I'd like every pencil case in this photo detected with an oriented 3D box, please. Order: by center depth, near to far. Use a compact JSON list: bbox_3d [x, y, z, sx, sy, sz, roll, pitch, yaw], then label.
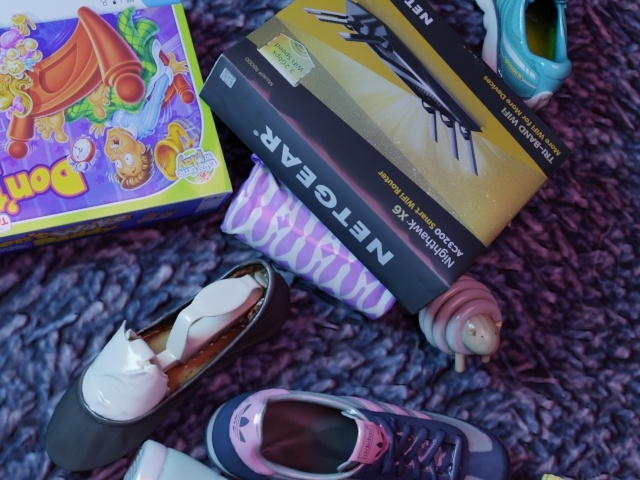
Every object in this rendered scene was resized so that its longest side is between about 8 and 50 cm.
[{"bbox_3d":[0.000,0.000,1.098,0.206,0.086,0.088,30,82,-8],"label":"pencil case"}]

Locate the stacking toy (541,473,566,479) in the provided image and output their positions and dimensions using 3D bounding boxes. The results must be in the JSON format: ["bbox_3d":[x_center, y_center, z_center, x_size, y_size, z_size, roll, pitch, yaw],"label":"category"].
[{"bbox_3d":[0.293,0.366,1.114,0.221,0.052,0.167,30,70,-9],"label":"stacking toy"}]

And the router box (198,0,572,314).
[{"bbox_3d":[0.071,-0.118,1.089,0.309,0.081,0.243,45,57,1],"label":"router box"}]

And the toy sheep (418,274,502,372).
[{"bbox_3d":[0.141,0.077,1.115,0.091,0.132,0.091,-15,123,-25],"label":"toy sheep"}]

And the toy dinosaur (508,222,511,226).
[{"bbox_3d":[0.177,-0.107,1.211,0.092,0.053,0.183,-38,89,-8],"label":"toy dinosaur"}]

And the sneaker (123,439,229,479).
[{"bbox_3d":[-0.137,0.325,0.969,0.151,0.094,0.256,25,71,-13],"label":"sneaker"}]

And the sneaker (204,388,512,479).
[{"bbox_3d":[0.054,0.208,1.037,0.319,0.131,0.112,8,74,-16],"label":"sneaker"}]

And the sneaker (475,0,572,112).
[{"bbox_3d":[0.243,-0.281,1.232,0.107,0.110,0.275,2,71,-19],"label":"sneaker"}]

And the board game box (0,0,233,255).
[{"bbox_3d":[-0.284,-0.113,1.044,0.347,0.078,0.233,-13,80,-20],"label":"board game box"}]

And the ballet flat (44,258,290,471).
[{"bbox_3d":[-0.147,0.103,1.019,0.280,0.096,0.095,-38,66,-23],"label":"ballet flat"}]
